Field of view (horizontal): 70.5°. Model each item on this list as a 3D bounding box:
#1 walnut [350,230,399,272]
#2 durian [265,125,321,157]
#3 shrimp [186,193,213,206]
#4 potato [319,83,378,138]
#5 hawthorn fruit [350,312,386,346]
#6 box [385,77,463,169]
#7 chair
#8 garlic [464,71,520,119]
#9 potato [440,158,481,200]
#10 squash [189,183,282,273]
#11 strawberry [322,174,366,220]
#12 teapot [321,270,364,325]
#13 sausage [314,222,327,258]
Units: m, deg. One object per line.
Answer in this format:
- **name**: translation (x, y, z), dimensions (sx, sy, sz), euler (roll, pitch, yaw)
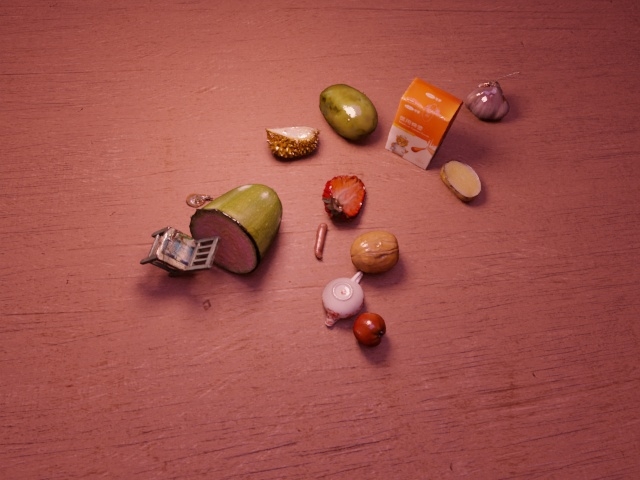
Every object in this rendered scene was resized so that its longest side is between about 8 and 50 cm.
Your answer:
- **walnut**: translation (0.210, 0.046, 1.763), dimensions (0.197, 0.165, 0.165), euler (-14, 67, -11)
- **durian**: translation (-0.116, -0.434, 1.985), dimensions (0.250, 0.183, 0.138), euler (-10, 102, -13)
- **shrimp**: translation (-0.501, -0.165, 1.879), dimensions (0.108, 0.023, 0.059), euler (4, 74, -3)
- **potato**: translation (0.123, -0.576, 2.031), dimensions (0.304, 0.216, 0.216), euler (39, 67, 24)
- **hawthorn fruit**: translation (0.171, 0.323, 1.647), dimensions (0.140, 0.125, 0.125), euler (16, 64, -3)
- **box**: translation (0.433, -0.493, 1.938), dimensions (0.225, 0.341, 0.143), euler (31, 65, 10)
- **chair**: translation (-0.511, 0.035, 1.636), dimensions (0.147, 0.270, 0.136), euler (35, 57, -37)
- **garlic**: translation (0.824, -0.699, 2.165), dimensions (0.207, 0.207, 0.256), euler (44, 106, 15)
- **potato**: translation (0.603, -0.254, 1.986), dimensions (0.164, 0.081, 0.200), euler (-27, 72, -25)
- **squash**: translation (-0.292, -0.081, 1.745), dimensions (0.310, 0.310, 0.309), euler (27, 47, 8)
- **strawberry**: translation (0.089, -0.178, 1.894), dimensions (0.236, 0.111, 0.190), euler (-41, 102, -43)
- **teapot**: translation (0.093, 0.205, 1.714), dimensions (0.159, 0.116, 0.245), euler (28, 57, 33)
- **sausage**: translation (0.000, 0.000, 1.834), dimensions (0.042, 0.036, 0.158), euler (3, 64, 10)
